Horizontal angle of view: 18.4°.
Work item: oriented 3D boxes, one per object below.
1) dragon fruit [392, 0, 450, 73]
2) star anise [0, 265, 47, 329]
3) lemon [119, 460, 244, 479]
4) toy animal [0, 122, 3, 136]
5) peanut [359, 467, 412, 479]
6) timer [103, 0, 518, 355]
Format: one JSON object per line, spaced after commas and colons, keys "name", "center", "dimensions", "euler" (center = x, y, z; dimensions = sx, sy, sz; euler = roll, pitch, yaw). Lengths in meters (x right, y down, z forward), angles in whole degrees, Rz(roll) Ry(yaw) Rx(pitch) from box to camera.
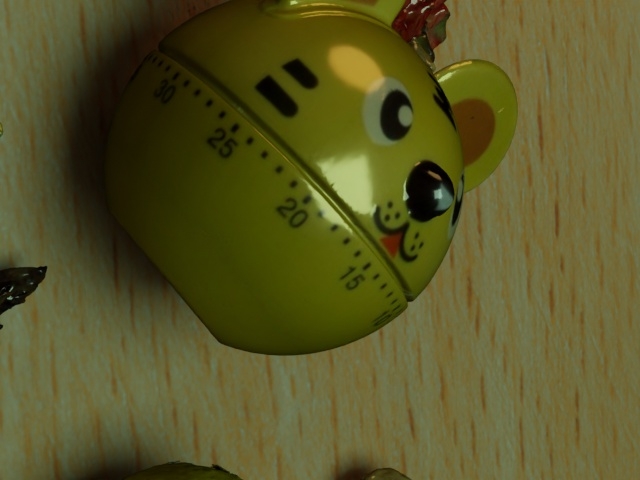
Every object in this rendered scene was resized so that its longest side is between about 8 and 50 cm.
{"name": "dragon fruit", "center": [0.083, -0.261, 2.034], "dimensions": [0.205, 0.152, 0.317], "euler": [48, 67, -38]}
{"name": "star anise", "center": [-0.329, 0.065, 1.771], "dimensions": [0.212, 0.053, 0.157], "euler": [-39, 153, -31]}
{"name": "lemon", "center": [-0.147, 0.353, 1.882], "dimensions": [0.310, 0.258, 0.258], "euler": [-40, 123, -23]}
{"name": "toy animal", "center": [-0.373, -0.057, 1.734], "dimensions": [0.136, 0.073, 0.181], "euler": [16, 100, -34]}
{"name": "peanut", "center": [0.100, 0.370, 2.203], "dimensions": [0.125, 0.111, 0.274], "euler": [-38, 122, -35]}
{"name": "timer", "center": [-0.002, -0.090, 1.845], "dimensions": [0.387, 0.376, 0.376], "euler": [-43, 126, -5]}
